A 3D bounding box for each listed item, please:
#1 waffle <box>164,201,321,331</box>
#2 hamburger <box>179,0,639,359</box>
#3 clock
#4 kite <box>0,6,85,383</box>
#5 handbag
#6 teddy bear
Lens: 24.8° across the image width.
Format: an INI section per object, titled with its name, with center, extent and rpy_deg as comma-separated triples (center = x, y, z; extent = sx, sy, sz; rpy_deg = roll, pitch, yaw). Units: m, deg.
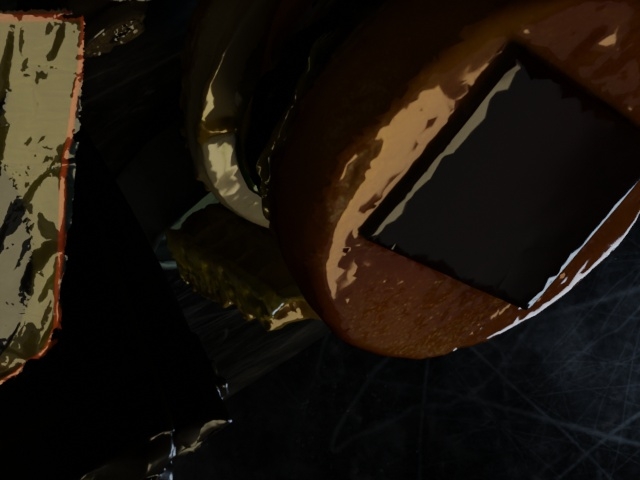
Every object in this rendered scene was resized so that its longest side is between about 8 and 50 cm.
[waffle]
center = 0.000, 0.000, 1.051
extent = 0.160, 0.055, 0.211
rpy_deg = -28, -157, -20
[hamburger]
center = 0.056, -0.086, 0.862
extent = 0.291, 0.225, 0.291
rpy_deg = -21, 140, -19
[clock]
center = -0.027, -0.080, 1.231
extent = 0.319, 0.066, 0.319
rpy_deg = -30, 170, -6
[kite]
center = -0.258, 0.013, 0.654
extent = 0.377, 0.013, 0.327
rpy_deg = -40, 140, 3
[handbag]
center = -0.221, 0.074, 0.845
extent = 0.285, 0.257, 0.113
rpy_deg = -26, 159, -16
[teddy bear]
center = -0.076, -0.150, 0.691
extent = 0.160, 0.078, 0.119
rpy_deg = -35, -155, -8
